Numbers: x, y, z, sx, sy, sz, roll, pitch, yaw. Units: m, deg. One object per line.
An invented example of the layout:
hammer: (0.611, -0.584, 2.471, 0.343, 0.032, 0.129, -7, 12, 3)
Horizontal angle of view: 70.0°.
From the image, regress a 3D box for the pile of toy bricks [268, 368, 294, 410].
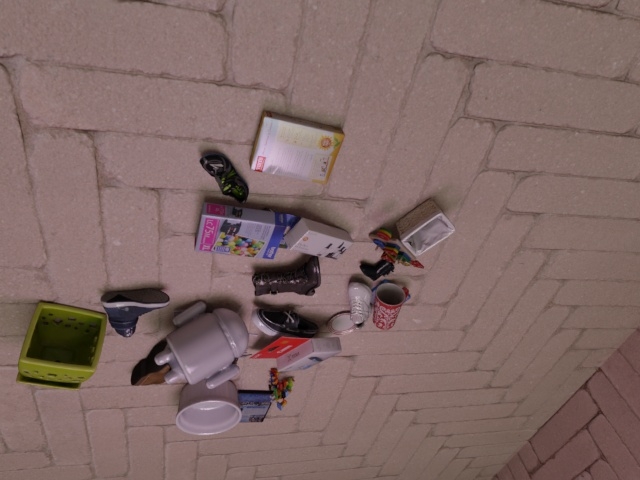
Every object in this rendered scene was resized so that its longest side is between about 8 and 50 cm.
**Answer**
pile of toy bricks: (-0.162, 0.660, 2.057, 0.105, 0.118, 0.212, -26, 130, -35)

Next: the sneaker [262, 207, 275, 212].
sneaker: (-0.154, -0.075, 1.462, 0.083, 0.031, 0.035, 29, 119, -32)

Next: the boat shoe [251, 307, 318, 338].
boat shoe: (-0.128, 0.314, 1.753, 0.102, 0.108, 0.301, -41, 129, 21)

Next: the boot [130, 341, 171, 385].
boot: (-0.618, 0.486, 1.793, 0.115, 0.112, 0.305, 25, 130, -39)

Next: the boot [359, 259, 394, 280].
boot: (0.212, 0.100, 1.691, 0.099, 0.045, 0.121, -34, 136, 19)

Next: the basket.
basket: (0.353, -0.047, 1.559, 0.167, 0.103, 0.113, -37, 128, 17)

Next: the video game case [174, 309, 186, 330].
video game case: (-0.505, 0.303, 1.716, 0.087, 0.011, 0.122, 3, 129, -15)

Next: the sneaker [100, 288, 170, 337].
sneaker: (-0.626, 0.254, 1.584, 0.226, 0.086, 0.164, 0, 120, -1)

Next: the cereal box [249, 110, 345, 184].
cereal box: (-0.070, -0.261, 1.311, 0.240, 0.047, 0.173, 9, 127, -20)

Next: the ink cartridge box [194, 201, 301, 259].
ink cartridge box: (-0.230, -0.022, 1.449, 0.311, 0.065, 0.186, 5, 141, -20)

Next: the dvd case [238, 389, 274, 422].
dvd case: (-0.330, 0.790, 2.170, 0.180, 0.022, 0.253, 8, 127, -21)

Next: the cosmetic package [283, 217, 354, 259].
cosmetic package: (0.000, 0.000, 1.494, 0.239, 0.060, 0.099, 14, 126, -48)

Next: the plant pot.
plant pot: (-0.884, 0.376, 1.553, 0.227, 0.228, 0.207, 19, 129, -28)

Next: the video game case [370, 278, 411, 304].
video game case: (0.269, 0.227, 1.833, 0.166, 0.015, 0.119, 33, 115, -34)

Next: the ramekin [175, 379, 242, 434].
ramekin: (-0.486, 0.720, 1.996, 0.277, 0.135, 0.277, -6, 131, -7)

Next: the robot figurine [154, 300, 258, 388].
robot figurine: (-0.408, 0.372, 1.635, 0.353, 0.300, 0.200, -27, 180, -23)

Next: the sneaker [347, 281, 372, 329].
sneaker: (0.150, 0.257, 1.753, 0.090, 0.115, 0.232, 0, 134, 20)

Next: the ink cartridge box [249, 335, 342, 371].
ink cartridge box: (-0.103, 0.456, 1.818, 0.261, 0.066, 0.296, 7, 149, -33)

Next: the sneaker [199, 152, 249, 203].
sneaker: (-0.269, -0.178, 1.314, 0.067, 0.078, 0.188, -31, 129, 13)

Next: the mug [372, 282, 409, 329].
mug: (0.277, 0.262, 1.784, 0.150, 0.113, 0.169, -3, 134, -9)

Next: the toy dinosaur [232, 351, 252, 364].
toy dinosaur: (-0.446, 0.480, 1.812, 0.313, 0.121, 0.160, -23, 118, 1)

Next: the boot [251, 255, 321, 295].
boot: (-0.124, 0.135, 1.591, 0.228, 0.091, 0.263, 1, 145, -13)

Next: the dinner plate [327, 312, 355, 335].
dinner plate: (0.096, 0.343, 1.890, 0.141, 0.017, 0.141, -6, 132, -7)

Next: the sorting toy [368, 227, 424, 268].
sorting toy: (0.247, 0.042, 1.592, 0.274, 0.132, 0.046, 40, 73, -37)
